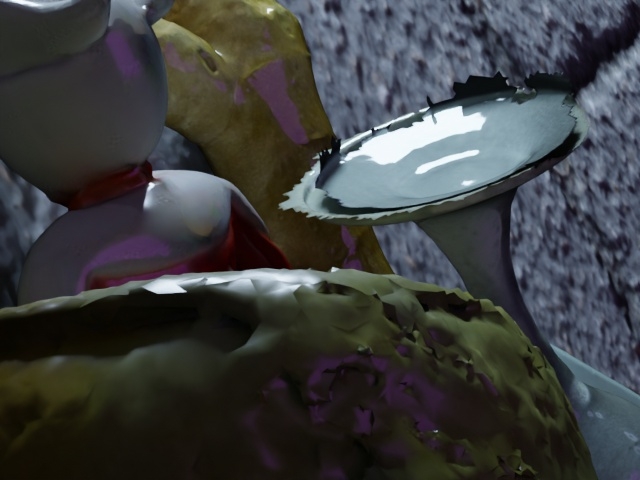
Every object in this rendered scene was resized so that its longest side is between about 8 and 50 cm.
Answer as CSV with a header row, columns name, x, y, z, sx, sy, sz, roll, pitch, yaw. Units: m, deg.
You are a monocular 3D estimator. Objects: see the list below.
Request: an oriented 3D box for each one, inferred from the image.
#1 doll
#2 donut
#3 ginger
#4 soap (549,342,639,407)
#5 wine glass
name,x,y,z,sx,sy,sz,roll,pitch,yaw
doll,-0.057,0.051,0.695,0.188,0.099,0.384,-32,103,-59
donut,-0.045,0.080,0.507,0.272,0.272,0.107,8,66,-53
ginger,0.002,-0.001,0.830,0.118,0.065,0.299,-42,104,-43
soap,0.149,0.137,0.955,0.198,0.066,0.119,29,46,-43
wine glass,0.097,0.090,0.763,0.143,0.143,0.321,-52,127,-54
